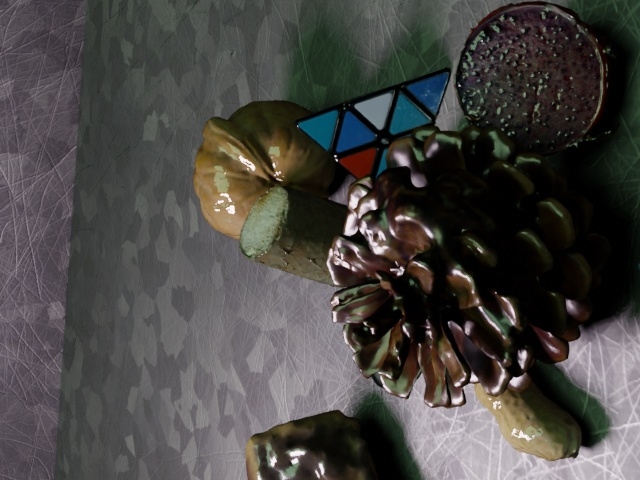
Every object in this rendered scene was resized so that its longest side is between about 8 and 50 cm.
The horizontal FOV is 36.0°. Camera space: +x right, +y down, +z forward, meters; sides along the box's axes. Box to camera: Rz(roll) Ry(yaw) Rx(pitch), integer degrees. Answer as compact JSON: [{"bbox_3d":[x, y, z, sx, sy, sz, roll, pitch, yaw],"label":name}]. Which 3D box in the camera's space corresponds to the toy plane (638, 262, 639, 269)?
[{"bbox_3d":[0.486,0.107,1.228,0.246,0.078,0.169,58,135,47],"label":"toy plane"}]

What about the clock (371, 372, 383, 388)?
[{"bbox_3d":[0.120,0.231,1.820,0.085,0.017,0.085,2,92,56],"label":"clock"}]

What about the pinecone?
[{"bbox_3d":[0.181,0.055,1.372,0.398,0.398,0.397,1,91,56],"label":"pinecone"}]

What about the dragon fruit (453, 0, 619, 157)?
[{"bbox_3d":[0.312,-0.232,1.426,0.224,0.148,0.218,-4,98,15],"label":"dragon fruit"}]

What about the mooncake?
[{"bbox_3d":[0.007,0.509,1.747,0.393,0.246,0.394,147,115,-74],"label":"mooncake"}]

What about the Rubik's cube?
[{"bbox_3d":[0.054,-0.222,1.797,0.234,0.250,0.284,-115,32,-62],"label":"Rubik's cube"}]

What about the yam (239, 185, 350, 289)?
[{"bbox_3d":[0.000,0.000,1.799,0.161,0.268,0.161,-39,43,49],"label":"yam"}]

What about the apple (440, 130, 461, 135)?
[{"bbox_3d":[0.192,-0.094,1.587,0.182,0.155,0.182,7,99,55],"label":"apple"}]

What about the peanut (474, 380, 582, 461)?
[{"bbox_3d":[0.305,0.255,1.481,0.214,0.099,0.099,53,131,42],"label":"peanut"}]

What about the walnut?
[{"bbox_3d":[-0.115,-0.139,1.940,0.296,0.285,0.285,-55,40,2],"label":"walnut"}]
